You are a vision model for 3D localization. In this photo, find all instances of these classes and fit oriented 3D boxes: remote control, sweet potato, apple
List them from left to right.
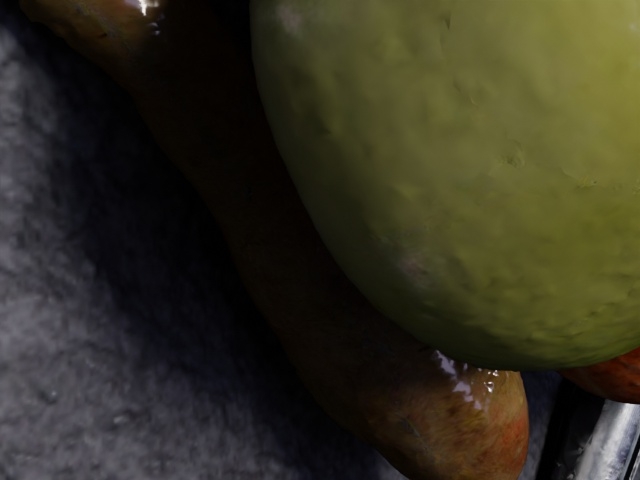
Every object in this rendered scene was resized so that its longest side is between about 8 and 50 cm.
[{"bbox_3d":[0.000,0.000,0.550,0.385,0.109,0.109,52,55,-25],"label":"sweet potato"},{"bbox_3d":[0.113,-0.104,0.489,0.258,0.233,0.295,43,28,-21],"label":"apple"},{"bbox_3d":[0.206,0.212,0.848,0.090,0.066,0.265,35,67,-42],"label":"remote control"}]

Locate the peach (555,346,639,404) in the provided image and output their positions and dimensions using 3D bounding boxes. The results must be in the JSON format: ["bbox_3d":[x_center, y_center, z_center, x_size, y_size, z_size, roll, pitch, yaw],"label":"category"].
[{"bbox_3d":[0.228,-0.024,0.704,0.232,0.232,0.256,-29,153,-45],"label":"peach"}]
